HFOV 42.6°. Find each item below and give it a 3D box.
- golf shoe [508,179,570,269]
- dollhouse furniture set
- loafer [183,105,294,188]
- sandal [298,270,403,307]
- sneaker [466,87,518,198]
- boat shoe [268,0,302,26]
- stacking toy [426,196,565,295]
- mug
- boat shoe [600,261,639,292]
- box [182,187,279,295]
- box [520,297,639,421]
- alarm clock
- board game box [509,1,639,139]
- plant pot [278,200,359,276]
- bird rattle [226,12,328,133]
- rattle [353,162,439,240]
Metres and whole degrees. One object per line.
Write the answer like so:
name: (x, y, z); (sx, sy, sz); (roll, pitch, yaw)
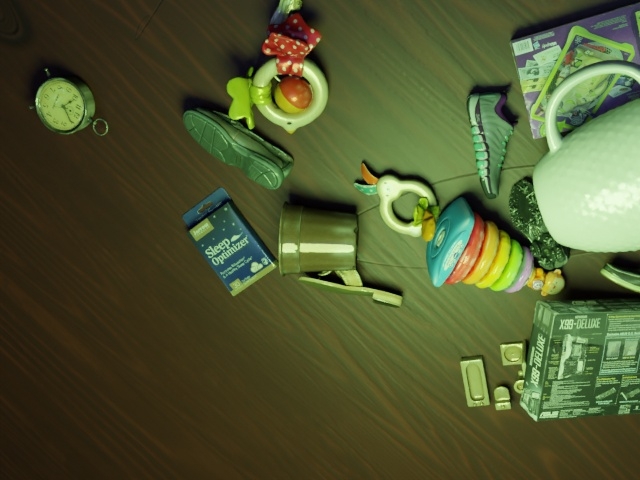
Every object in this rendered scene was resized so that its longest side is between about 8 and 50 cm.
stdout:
golf shoe: (0.463, -0.034, 1.725); (0.077, 0.093, 0.198); (-30, 74, 39)
dollhouse furniture set: (0.389, 0.317, 1.817); (0.151, 0.123, 0.144); (-8, 105, 16)
loafer: (-0.181, -0.216, 1.827); (0.267, 0.084, 0.096); (36, 143, 4)
sandal: (0.074, 0.085, 1.862); (0.239, 0.088, 0.079); (15, 78, 2)
sneaker: (0.364, -0.198, 1.688); (0.098, 0.083, 0.224); (-10, 104, 11)
boat shoe: (-0.062, -0.496, 1.717); (0.045, 0.050, 0.135); (29, 121, 0)
stacking toy: (0.386, 0.051, 1.740); (0.301, 0.166, 0.175); (22, 111, -10)
mug: (0.567, -0.158, 1.541); (0.328, 0.276, 0.374); (-19, 109, 29)
boat shoe: (0.695, 0.077, 1.697); (0.223, 0.080, 0.074); (18, 105, 2)
box: (-0.216, 0.004, 1.915); (0.136, 0.036, 0.225); (-34, 95, 21)
box: (0.584, 0.244, 1.707); (0.307, 0.076, 0.243); (-1, 108, -14)
alarm clock: (-0.569, -0.302, 1.889); (0.192, 0.064, 0.129); (34, 111, 4)
board game box: (0.567, -0.343, 1.612); (0.346, 0.056, 0.208); (-13, 99, 17)
plant pot: (0.000, 0.000, 1.803); (0.165, 0.167, 0.167); (3, 108, 4)
bird rattle: (-0.075, -0.341, 1.743); (0.207, 0.143, 0.253); (39, 112, -23)
rattle: (0.152, -0.077, 1.749); (0.199, 0.143, 0.130); (39, 130, -7)
